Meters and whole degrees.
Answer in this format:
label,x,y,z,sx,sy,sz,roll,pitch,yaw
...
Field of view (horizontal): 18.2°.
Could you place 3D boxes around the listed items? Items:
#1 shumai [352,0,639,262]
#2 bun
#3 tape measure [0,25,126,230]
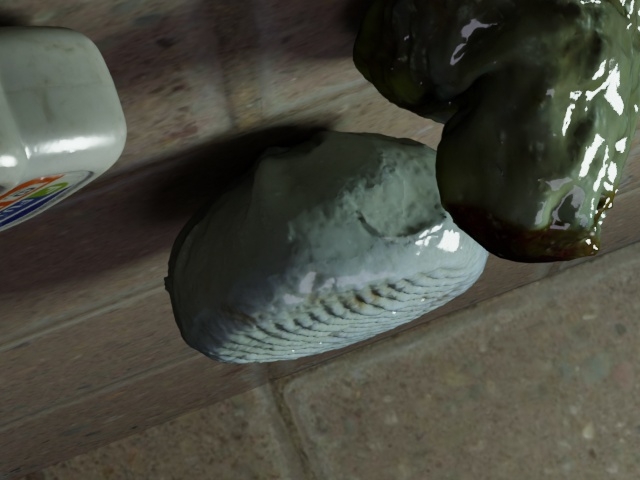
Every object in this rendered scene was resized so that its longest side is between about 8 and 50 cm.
label,x,y,z,sx,sy,sz,roll,pitch,yaw
shumai,0.197,-0.122,1.645,0.304,0.263,0.309,-22,168,12
bun,0.005,-0.002,1.991,0.354,0.194,0.354,-18,169,-4
tape measure,-0.290,-0.061,1.401,0.258,0.130,0.265,-27,173,34
